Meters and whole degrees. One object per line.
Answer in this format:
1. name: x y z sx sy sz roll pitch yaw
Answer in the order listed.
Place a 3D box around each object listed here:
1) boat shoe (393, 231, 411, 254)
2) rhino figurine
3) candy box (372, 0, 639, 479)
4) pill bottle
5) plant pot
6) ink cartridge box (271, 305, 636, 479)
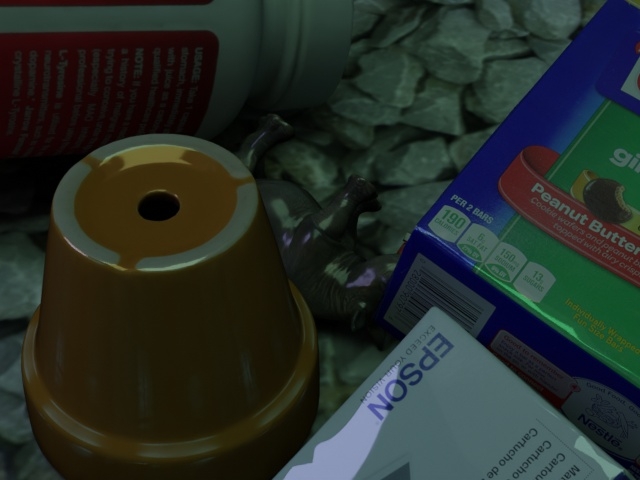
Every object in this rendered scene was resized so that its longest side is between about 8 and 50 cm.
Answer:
1. boat shoe: 0.114 0.039 1.028 0.137 0.049 0.043 26 92 18
2. rhino figurine: 0.000 0.000 1.036 0.243 0.073 0.106 38 85 30
3. candy box: 0.235 0.005 0.967 0.268 0.122 0.317 35 52 9
4. pill bottle: -0.192 -0.181 1.087 0.407 0.229 0.229 -5 44 -25
5. plant pot: -0.101 0.041 0.918 0.205 0.188 0.205 1 45 -1
6. ink cartridge box: 0.070 0.186 0.807 0.223 0.045 0.224 -47 57 -3
